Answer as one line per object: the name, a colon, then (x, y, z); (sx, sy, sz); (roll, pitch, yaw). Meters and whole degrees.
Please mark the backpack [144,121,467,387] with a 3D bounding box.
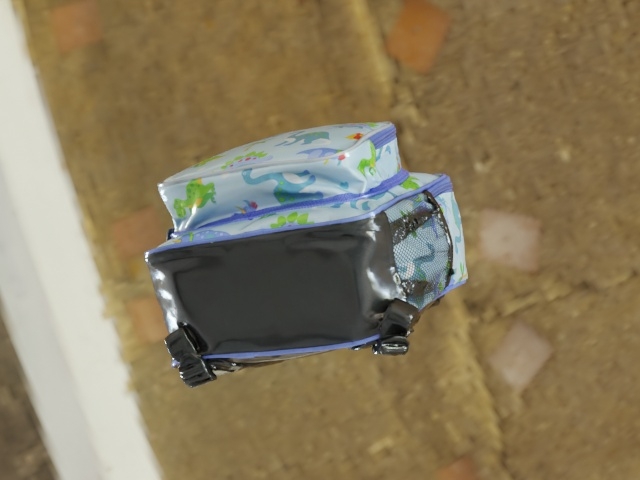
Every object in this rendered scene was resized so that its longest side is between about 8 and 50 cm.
backpack: (0.000, 0.000, 0.719); (0.105, 0.114, 0.084); (-10, -87, 24)
